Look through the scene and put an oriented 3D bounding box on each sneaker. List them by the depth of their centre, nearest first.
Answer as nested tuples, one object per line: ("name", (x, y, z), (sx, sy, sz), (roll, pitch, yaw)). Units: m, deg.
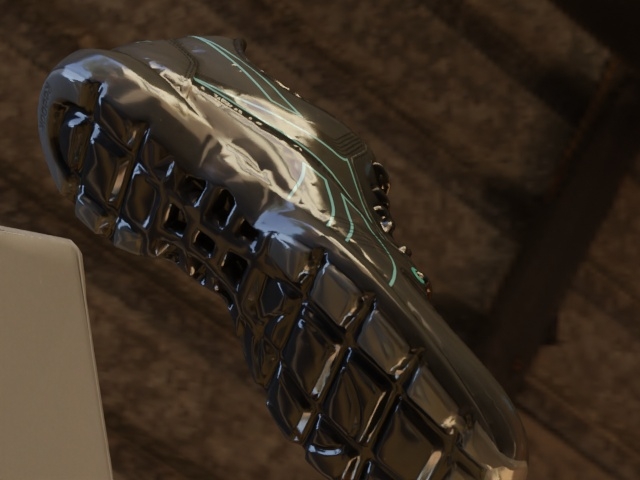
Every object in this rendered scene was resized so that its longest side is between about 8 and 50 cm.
("sneaker", (0.000, 0.000, 0.765), (0.106, 0.101, 0.267), (-26, -117, -39))

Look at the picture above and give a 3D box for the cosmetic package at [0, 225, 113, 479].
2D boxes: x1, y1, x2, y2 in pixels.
("cosmetic package", (-0.102, 0.113, 0.342), (0.127, 0.107, 0.238), (15, -125, -48))
